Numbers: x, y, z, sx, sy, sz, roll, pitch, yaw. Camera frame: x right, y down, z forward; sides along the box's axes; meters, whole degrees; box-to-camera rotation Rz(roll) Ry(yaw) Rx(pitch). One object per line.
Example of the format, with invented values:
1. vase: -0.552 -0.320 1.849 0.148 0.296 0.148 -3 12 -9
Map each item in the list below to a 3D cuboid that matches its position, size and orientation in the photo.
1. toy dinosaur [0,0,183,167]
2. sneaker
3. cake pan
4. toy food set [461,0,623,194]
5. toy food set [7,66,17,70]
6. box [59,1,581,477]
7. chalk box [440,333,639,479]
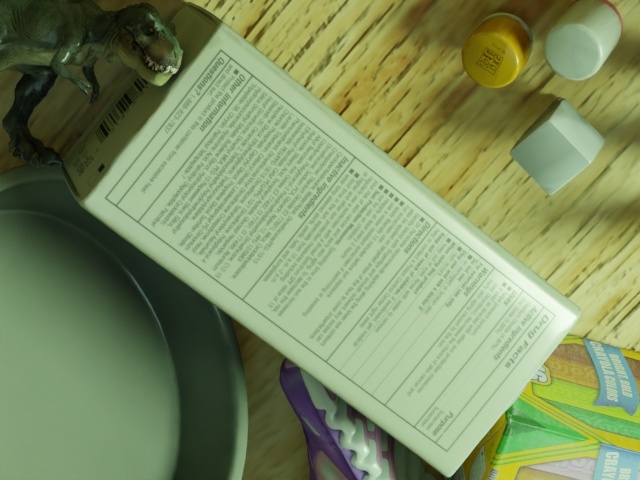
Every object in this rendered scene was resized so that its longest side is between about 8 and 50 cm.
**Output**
1. toy dinosaur: -0.205 -0.114 1.223 0.268 0.064 0.118 16 103 16
2. sneaker: 0.023 0.179 1.414 0.104 0.095 0.236 -21 119 21
3. cake pan: -0.165 0.097 1.273 0.054 0.293 0.293 -15 123 40
4. toy food set: 0.205 -0.079 1.278 0.232 0.104 0.111 45 126 -3
5. toy food set: -0.197 -0.147 1.263 0.082 0.020 0.083 -30 116 16
6. box: 0.000 0.000 1.267 0.311 0.121 0.148 39 92 -20
7. chalk box: 0.205 0.162 1.377 0.213 0.132 0.132 14 119 -9
